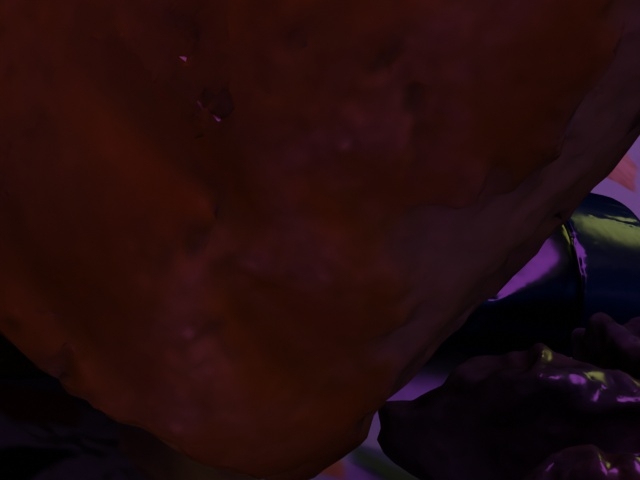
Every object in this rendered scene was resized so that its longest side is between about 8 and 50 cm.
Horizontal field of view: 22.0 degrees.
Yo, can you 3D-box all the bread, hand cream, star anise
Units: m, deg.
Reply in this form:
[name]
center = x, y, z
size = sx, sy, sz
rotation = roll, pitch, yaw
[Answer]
[bread]
center = 0.051, -0.135, 0.428
size = 0.165, 0.375, 0.236
rotation = 27, 22, -29
[hand cream]
center = 0.000, 0.000, 0.609
size = 0.270, 0.061, 0.120
rotation = 7, 35, -25
[star anise]
center = 0.116, 0.085, 0.492
size = 0.209, 0.089, 0.231
rotation = 20, 10, 3

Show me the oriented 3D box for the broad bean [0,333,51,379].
[broad bean]
center = -0.094, 0.049, 0.389
size = 0.144, 0.049, 0.292
rotation = 34, 21, 4
